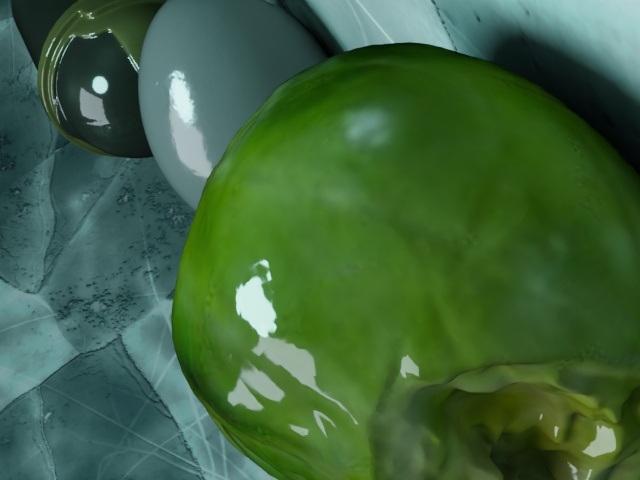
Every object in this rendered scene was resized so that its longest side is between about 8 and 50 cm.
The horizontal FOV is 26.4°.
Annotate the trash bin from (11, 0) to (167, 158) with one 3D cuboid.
[{"bbox_3d":[-0.239,-0.221,1.591,0.334,0.214,0.214,51,173,46],"label":"trash bin"}]

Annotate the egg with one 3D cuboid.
[{"bbox_3d":[-0.065,-0.113,1.172,0.232,0.176,0.176,65,168,-24],"label":"egg"}]

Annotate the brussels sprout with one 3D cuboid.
[{"bbox_3d":[0.059,0.049,0.792,0.344,0.268,0.344,43,153,29],"label":"brussels sprout"}]
